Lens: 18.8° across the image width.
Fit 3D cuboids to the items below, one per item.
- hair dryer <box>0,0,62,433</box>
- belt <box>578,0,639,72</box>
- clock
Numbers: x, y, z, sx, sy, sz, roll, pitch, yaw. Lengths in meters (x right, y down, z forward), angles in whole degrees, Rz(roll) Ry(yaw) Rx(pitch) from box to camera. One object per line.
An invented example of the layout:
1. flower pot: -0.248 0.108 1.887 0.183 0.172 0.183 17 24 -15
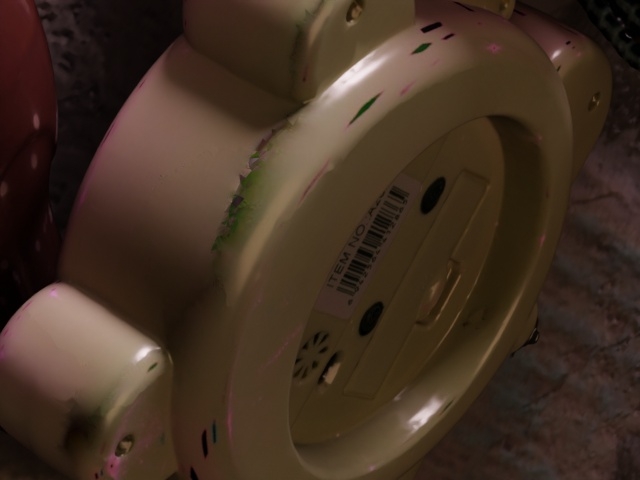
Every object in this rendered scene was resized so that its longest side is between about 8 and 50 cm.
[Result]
1. hair dryer: -0.253 0.014 0.727 0.340 0.123 0.312 -25 138 -14
2. belt: 0.212 -0.178 0.882 0.150 0.257 0.207 7 144 -44
3. clock: 0.000 0.000 0.837 0.284 0.114 0.309 -60 154 5
